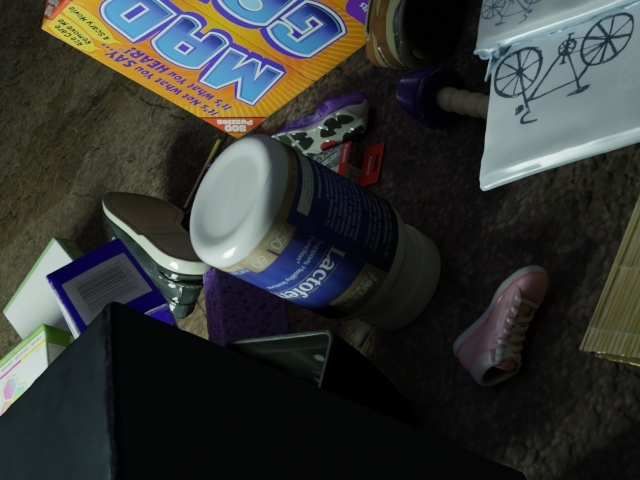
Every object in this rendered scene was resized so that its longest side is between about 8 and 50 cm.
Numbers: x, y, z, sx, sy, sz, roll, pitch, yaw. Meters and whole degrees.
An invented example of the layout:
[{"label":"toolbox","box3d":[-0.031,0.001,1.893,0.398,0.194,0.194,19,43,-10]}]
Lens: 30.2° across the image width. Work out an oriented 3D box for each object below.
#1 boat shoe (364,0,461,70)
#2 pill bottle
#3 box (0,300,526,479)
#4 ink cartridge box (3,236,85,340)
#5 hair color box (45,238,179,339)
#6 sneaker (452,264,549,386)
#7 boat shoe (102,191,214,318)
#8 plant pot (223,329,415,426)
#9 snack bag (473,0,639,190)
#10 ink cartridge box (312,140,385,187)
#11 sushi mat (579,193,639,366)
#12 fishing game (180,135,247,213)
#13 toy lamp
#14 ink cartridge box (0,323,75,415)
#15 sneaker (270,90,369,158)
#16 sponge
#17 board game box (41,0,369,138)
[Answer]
[{"label":"boat shoe","box3d":[0.127,-0.369,1.538,0.120,0.122,0.324,-3,64,55]},{"label":"pill bottle","box3d":[0.000,0.000,1.322,0.153,0.264,0.153,-32,45,39]},{"label":"box","box3d":[-0.106,0.366,0.978,0.472,0.480,0.297,-42,40,27]},{"label":"ink cartridge box","box3d":[-0.413,0.132,1.958,0.235,0.056,0.171,46,107,29]},{"label":"hair color box","box3d":[-0.192,0.187,1.388,0.110,0.339,0.185,-29,33,-13]},{"label":"sneaker","box3d":[0.194,0.092,1.198,0.134,0.051,0.070,-52,37,21]},{"label":"boat shoe","box3d":[-0.248,0.019,1.766,0.340,0.127,0.113,34,118,53]},{"label":"plant pot","box3d":[-0.007,0.216,1.270,0.188,0.167,0.188,-12,58,49]},{"label":"snack bag","box3d":[0.276,-0.227,1.155,0.323,0.037,0.343,-16,57,47]},{"label":"ink cartridge box","box3d":[0.031,-0.094,1.552,0.115,0.029,0.063,-17,54,47]},{"label":"sushi mat","box3d":[0.355,-0.027,1.095,0.151,0.019,0.317,14,79,54]},{"label":"fishing game","box3d":[-0.129,-0.073,1.739,0.189,0.041,0.264,-61,34,7]},{"label":"toy lamp","box3d":[0.184,-0.152,1.355,0.274,0.080,0.080,26,89,54]},{"label":"ink cartridge box","box3d":[-0.428,0.287,1.813,0.189,0.097,0.255,-39,47,28]},{"label":"sneaker","box3d":[0.002,-0.154,1.619,0.170,0.068,0.071,-18,38,35]},{"label":"sponge","box3d":[-0.087,0.132,1.474,0.031,0.117,0.210,-41,40,30]},{"label":"board game box","box3d":[-0.137,-0.440,1.717,0.356,0.356,0.357,-32,44,37]}]
